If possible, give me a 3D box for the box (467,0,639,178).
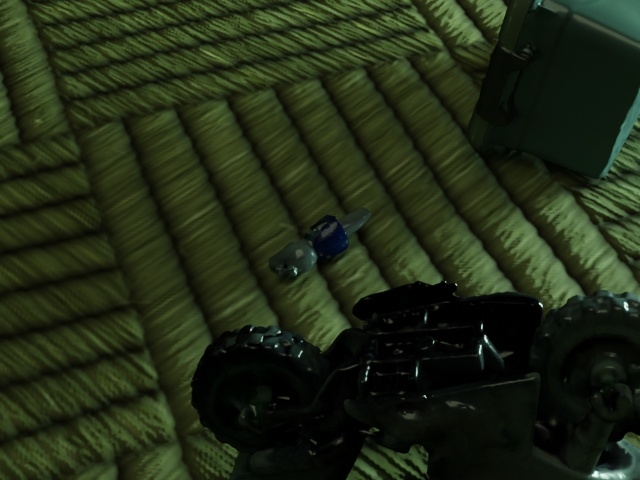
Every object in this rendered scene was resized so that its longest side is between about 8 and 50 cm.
[{"bbox_3d":[0.210,-0.164,0.922,0.130,0.162,0.227,28,48,14],"label":"box"}]

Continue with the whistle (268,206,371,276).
[{"bbox_3d":[0.000,0.000,0.835,0.083,0.029,0.033,-32,35,-21],"label":"whistle"}]

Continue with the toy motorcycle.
[{"bbox_3d":[0.068,0.105,0.653,0.270,0.159,0.106,-7,30,16],"label":"toy motorcycle"}]
